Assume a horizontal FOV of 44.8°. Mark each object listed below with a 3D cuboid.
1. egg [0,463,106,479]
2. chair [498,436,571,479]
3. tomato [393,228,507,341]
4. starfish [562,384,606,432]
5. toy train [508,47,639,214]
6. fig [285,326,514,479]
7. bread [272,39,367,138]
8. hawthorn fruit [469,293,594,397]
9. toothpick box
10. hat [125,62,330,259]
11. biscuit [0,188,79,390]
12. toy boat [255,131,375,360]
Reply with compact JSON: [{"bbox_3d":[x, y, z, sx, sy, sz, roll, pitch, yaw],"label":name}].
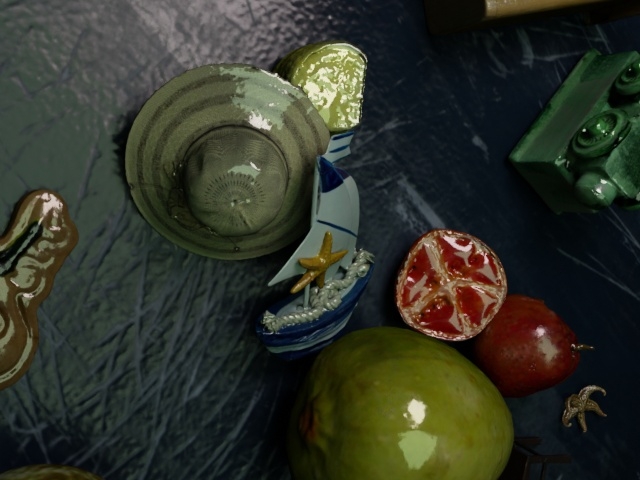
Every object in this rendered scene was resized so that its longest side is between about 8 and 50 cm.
[{"bbox_3d":[-0.292,0.375,0.796,0.238,0.238,0.290,3,101,-25],"label":"egg"},{"bbox_3d":[0.255,0.347,1.138,0.212,0.084,0.102,8,94,-25],"label":"chair"},{"bbox_3d":[0.176,0.061,1.075,0.155,0.069,0.156,0,91,0],"label":"tomato"},{"bbox_3d":[0.421,0.267,1.239,0.091,0.028,0.078,17,93,-28],"label":"starfish"},{"bbox_3d":[0.420,-0.157,1.106,0.145,0.202,0.266,44,77,-22],"label":"toy train"},{"bbox_3d":[0.113,0.243,0.974,0.326,0.258,0.258,16,87,-42],"label":"fig"},{"bbox_3d":[-0.004,-0.183,0.956,0.111,0.114,0.129,1,90,-19],"label":"bread"},{"bbox_3d":[0.295,0.148,1.094,0.148,0.172,0.148,7,81,-58],"label":"hawthorn fruit"},{"bbox_3d":[0.303,-0.378,1.052,0.308,0.187,0.190,-15,101,-20],"label":"toothpick box"},{"bbox_3d":[-0.095,-0.062,0.866,0.251,0.110,0.252,-3,118,-6],"label":"hat"},{"bbox_3d":[-0.383,0.079,0.837,0.320,0.047,0.183,-47,114,-16],"label":"biscuit"},{"bbox_3d":[0.000,0.000,0.939,0.220,0.067,0.291,-30,133,-42],"label":"toy boat"}]
